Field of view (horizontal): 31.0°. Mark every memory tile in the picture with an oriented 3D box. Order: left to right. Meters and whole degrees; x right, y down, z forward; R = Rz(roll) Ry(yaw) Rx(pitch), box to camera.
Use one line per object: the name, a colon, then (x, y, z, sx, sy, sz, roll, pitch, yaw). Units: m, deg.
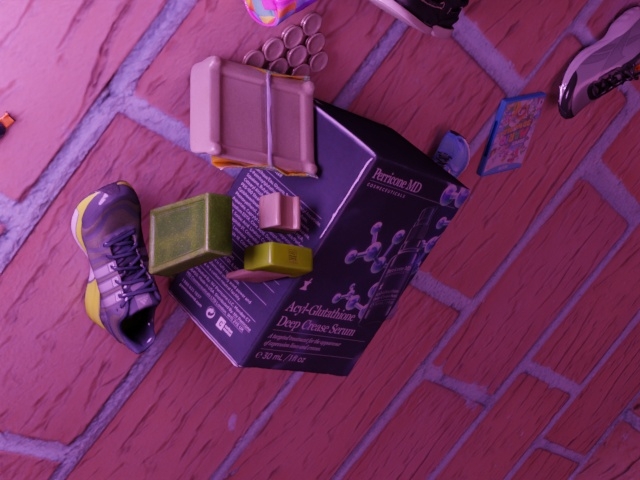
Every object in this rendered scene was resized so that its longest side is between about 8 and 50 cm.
memory tile: (-0.052, -0.269, 1.730, 0.148, 0.012, 0.113, -36, 143, -18)

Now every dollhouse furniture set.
dollhouse furniture set: (-0.125, -0.098, 1.681, 0.198, 0.151, 0.301, 10, 73, -37)

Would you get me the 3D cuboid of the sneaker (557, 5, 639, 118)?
sneaker: (0.565, -0.337, 2.234, 0.271, 0.108, 0.100, -45, 146, -2)

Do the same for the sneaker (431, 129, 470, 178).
sneaker: (0.221, -0.124, 2.096, 0.073, 0.063, 0.162, -28, 142, -50)

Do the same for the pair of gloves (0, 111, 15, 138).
pair of gloves: (-0.431, -0.146, 1.449, 0.074, 0.010, 0.083, -48, 147, -3)

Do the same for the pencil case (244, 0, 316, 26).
pencil case: (-0.001, -0.387, 1.598, 0.236, 0.104, 0.104, -34, 142, -18)

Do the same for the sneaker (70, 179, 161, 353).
sneaker: (-0.282, 0.041, 1.684, 0.111, 0.121, 0.300, -28, 140, -26)

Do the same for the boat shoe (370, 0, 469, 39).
boat shoe: (0.154, -0.371, 1.691, 0.113, 0.127, 0.340, -57, 163, 15)

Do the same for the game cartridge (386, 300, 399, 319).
game cartridge: (0.078, 0.058, 2.142, 0.196, 0.060, 0.294, -16, 134, -31)

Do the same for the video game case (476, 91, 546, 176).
video game case: (0.370, -0.205, 2.231, 0.119, 0.015, 0.166, -15, 133, -38)

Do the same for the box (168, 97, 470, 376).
box: (0.000, 0.000, 1.860, 0.293, 0.212, 0.395, 13, 113, -53)
